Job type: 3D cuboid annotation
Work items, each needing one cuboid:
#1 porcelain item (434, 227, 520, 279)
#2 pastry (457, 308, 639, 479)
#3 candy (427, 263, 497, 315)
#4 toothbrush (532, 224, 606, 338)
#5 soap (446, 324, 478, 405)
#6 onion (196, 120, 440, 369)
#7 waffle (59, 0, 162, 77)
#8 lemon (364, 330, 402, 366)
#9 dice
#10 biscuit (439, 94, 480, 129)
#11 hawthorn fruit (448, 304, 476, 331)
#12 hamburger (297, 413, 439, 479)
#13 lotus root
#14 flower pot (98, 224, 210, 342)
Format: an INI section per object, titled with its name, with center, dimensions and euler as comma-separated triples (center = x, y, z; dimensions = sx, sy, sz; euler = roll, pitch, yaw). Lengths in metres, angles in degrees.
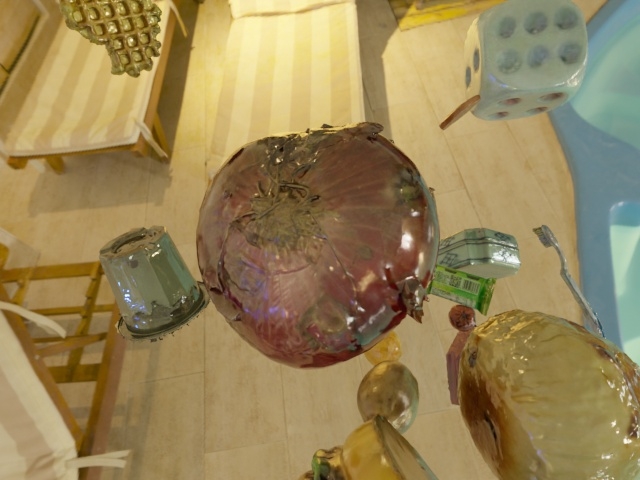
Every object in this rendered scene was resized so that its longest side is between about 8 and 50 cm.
[porcelain item]
center = 0.605, 0.065, 1.587
dimensions = 0.286, 0.281, 0.157
euler = 11, 65, -25
[pastry]
center = 0.478, 0.335, 0.836
dimensions = 0.313, 0.388, 0.388
euler = -2, 60, -4
[candy]
center = 0.378, 0.128, 1.098
dimensions = 0.178, 0.032, 0.102
euler = 17, 101, 41
[toothbrush]
center = 0.702, 0.129, 1.114
dimensions = 0.035, 0.042, 0.413
euler = -42, 102, -39
[soap]
center = 0.563, 0.451, 1.473
dimensions = 0.182, 0.112, 0.289
euler = 3, 76, -11
[onion]
center = -0.004, 0.005, 0.563
dimensions = 0.354, 0.353, 0.353
euler = -4, 60, 7
[waffle]
center = -0.507, -0.539, 0.978
dimensions = 0.056, 0.253, 0.248
euler = 18, 98, 39
[lemon]
center = 0.226, 0.392, 1.460
dimensions = 0.142, 0.187, 0.142
euler = -12, 28, 6
[dice]
center = 0.575, -0.514, 1.168
dimensions = 0.268, 0.262, 0.264
euler = -4, 88, 10
[biscuit]
center = 0.241, -0.223, 0.707
dimensions = 0.091, 0.078, 0.015
euler = -35, 86, -40
[hawthorn fruit]
center = 0.453, 0.249, 1.289
dimensions = 0.093, 0.093, 0.093
euler = -4, 60, 7
[hamburger]
center = 0.116, 0.573, 0.793
dimensions = 0.277, 0.395, 0.395
euler = -40, 62, -1
[lotus root]
center = 0.185, 0.466, 1.142
dimensions = 0.183, 0.182, 0.310
euler = 19, 21, 18
[flower pot]
center = -0.491, 0.112, 1.157
dimensions = 0.291, 0.259, 0.290
euler = -11, 28, 6
